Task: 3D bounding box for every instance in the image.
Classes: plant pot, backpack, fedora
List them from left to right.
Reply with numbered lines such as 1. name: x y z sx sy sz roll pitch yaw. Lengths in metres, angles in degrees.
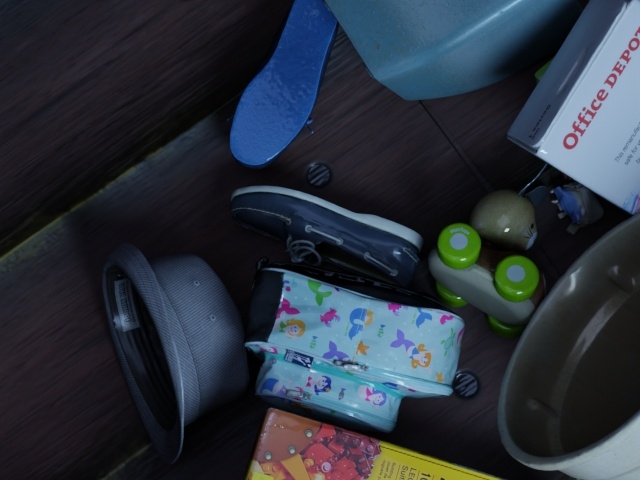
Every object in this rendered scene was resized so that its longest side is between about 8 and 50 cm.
1. fedora: -0.168 0.123 1.634 0.124 0.243 0.275 -16 63 -23
2. backpack: 0.039 0.129 1.570 0.253 0.225 0.191 7 81 0
3. plant pot: 0.151 -0.309 1.647 0.252 0.248 0.247 -36 73 14
4. plant pot: 0.415 0.176 1.427 0.305 0.334 0.334 36 85 -15

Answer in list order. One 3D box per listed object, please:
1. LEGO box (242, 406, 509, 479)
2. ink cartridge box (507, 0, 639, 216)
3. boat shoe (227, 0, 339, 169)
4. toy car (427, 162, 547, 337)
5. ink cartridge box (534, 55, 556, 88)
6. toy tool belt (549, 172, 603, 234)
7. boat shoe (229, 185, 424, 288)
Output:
1. LEGO box: 0.040 0.477 1.467 0.372 0.193 0.500 17 81 0
2. ink cartridge box: 0.387 -0.129 1.527 0.278 0.117 0.201 29 97 -17
3. boat shoe: -0.035 -0.202 1.731 0.109 0.089 0.258 30 79 2
4. toy car: 0.233 -0.004 1.610 0.149 0.155 0.188 30 72 15
5. ink cartridge box: 0.416 -0.157 1.629 0.189 0.097 0.255 -40 73 0
6. toy tool belt: 0.309 -0.051 1.649 0.051 0.052 0.083 -28 73 -5
7. boat shoe: 0.000 0.000 1.675 0.254 0.095 0.079 17 70 5
